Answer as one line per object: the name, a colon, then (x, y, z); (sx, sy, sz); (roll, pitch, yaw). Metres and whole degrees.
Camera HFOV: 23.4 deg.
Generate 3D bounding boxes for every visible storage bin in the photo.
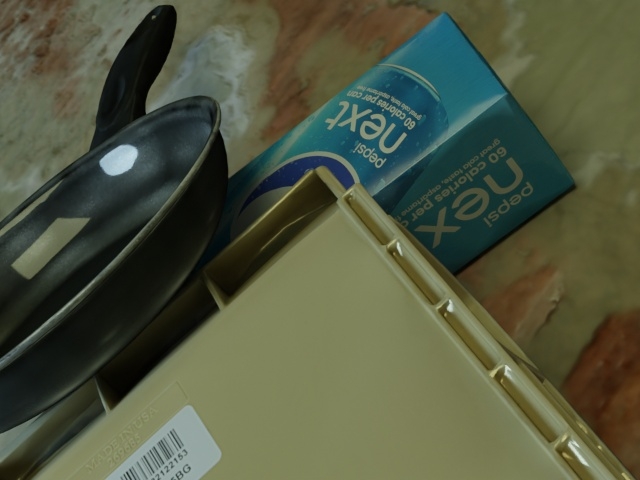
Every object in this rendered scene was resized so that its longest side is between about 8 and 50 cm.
storage bin: (-0.010, 0.146, 0.555); (0.262, 0.123, 0.260); (-42, 45, 4)

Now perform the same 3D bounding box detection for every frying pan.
frying pan: (-0.120, -0.005, 0.699); (0.197, 0.053, 0.326); (-39, 19, 4)

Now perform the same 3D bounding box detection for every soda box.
soda box: (0.000, 0.000, 0.682); (0.210, 0.071, 0.067); (-38, 45, 8)
